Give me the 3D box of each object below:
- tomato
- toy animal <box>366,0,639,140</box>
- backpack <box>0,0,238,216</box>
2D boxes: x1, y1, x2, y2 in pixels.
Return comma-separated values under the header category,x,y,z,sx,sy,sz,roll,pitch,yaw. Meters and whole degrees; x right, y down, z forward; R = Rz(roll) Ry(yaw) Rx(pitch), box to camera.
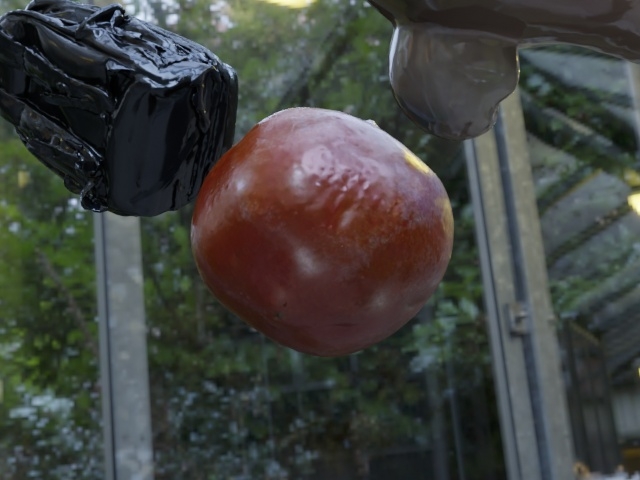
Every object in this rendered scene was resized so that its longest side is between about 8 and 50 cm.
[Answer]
category,x,y,z,sx,sy,sz,roll,pitch,yaw
tomato,0.002,-0.001,1.001,0.232,0.189,0.232,18,-30,11
toy animal,0.088,-0.172,0.355,0.229,0.210,0.221,-9,-28,16
backpack,-0.218,-0.134,1.104,0.258,0.206,0.133,28,35,22
